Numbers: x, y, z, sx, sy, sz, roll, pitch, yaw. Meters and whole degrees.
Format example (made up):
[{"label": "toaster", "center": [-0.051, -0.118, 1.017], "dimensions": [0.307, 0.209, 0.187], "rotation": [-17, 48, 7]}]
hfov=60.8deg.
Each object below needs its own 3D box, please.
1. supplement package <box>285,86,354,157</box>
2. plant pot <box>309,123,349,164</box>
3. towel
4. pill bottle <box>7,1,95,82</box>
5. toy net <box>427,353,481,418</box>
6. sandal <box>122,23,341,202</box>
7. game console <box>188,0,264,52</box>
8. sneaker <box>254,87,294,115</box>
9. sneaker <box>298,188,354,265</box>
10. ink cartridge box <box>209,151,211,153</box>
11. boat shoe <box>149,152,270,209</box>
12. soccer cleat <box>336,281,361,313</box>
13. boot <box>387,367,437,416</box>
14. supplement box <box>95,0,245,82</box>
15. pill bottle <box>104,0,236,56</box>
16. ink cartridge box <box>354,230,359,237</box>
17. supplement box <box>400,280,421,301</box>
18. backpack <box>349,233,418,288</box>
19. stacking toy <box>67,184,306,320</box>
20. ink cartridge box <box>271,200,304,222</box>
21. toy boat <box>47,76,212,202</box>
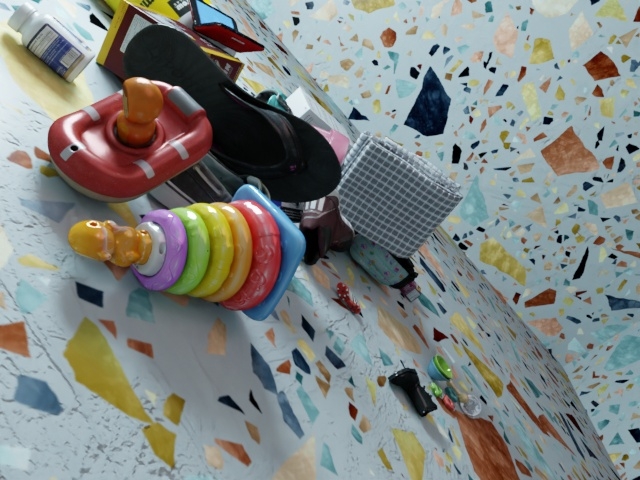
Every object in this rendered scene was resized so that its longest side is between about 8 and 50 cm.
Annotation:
[{"label": "supplement package", "center": [-0.023, -0.359, 1.795], "dimensions": [0.244, 0.139, 0.133], "rotation": [34, 26, -42]}, {"label": "plant pot", "center": [-0.050, -0.224, 1.419], "dimensions": [0.180, 0.201, 0.201], "rotation": [30, 23, -12]}, {"label": "towel", "center": [0.169, -0.107, 1.348], "dimensions": [0.284, 0.235, 0.121], "rotation": [30, 35, -9]}, {"label": "pill bottle", "center": [-0.431, -0.318, 0.875], "dimensions": [0.120, 0.067, 0.067], "rotation": [42, 20, -26]}, {"label": "toy net", "center": [0.350, 0.389, 1.374], "dimensions": [0.232, 0.045, 0.122], "rotation": [43, 20, -23]}, {"label": "sandal", "center": [-0.151, -0.197, 0.976], "dimensions": [0.446, 0.167, 0.107], "rotation": [33, 17, -21]}, {"label": "game console", "center": [-0.203, -0.472, 1.184], "dimensions": [0.124, 0.085, 0.144], "rotation": [11, 3, 37]}, {"label": "sneaker", "center": [-0.106, -0.331, 1.564], "dimensions": [0.295, 0.124, 0.178], "rotation": [51, 12, 27]}, {"label": "sneaker", "center": [0.000, 0.000, 1.261], "dimensions": [0.281, 0.107, 0.162], "rotation": [62, 38, -58]}, {"label": "ink cartridge box", "center": [-0.236, -0.172, 1.067], "dimensions": [0.099, 0.056, 0.135], "rotation": [39, 22, -32]}, {"label": "boat shoe", "center": [-0.143, -0.058, 0.963], "dimensions": [0.335, 0.119, 0.121], "rotation": [32, 26, -44]}, {"label": "soccer cleat", "center": [0.064, 0.130, 1.236], "dimensions": [0.083, 0.029, 0.035], "rotation": [54, 9, 0]}, {"label": "boot", "center": [0.197, 0.322, 1.152], "dimensions": [0.121, 0.045, 0.099], "rotation": [21, 38, -57]}, {"label": "supplement box", "center": [-0.292, -0.357, 1.093], "dimensions": [0.194, 0.129, 0.191], "rotation": [34, 17, 6]}, {"label": "pill bottle", "center": [-0.356, -0.529, 1.265], "dimensions": [0.334, 0.188, 0.188], "rotation": [49, 18, -5]}, {"label": "ink cartridge box", "center": [0.118, -0.083, 1.573], "dimensions": [0.208, 0.153, 0.086], "rotation": [27, 30, -48]}, {"label": "supplement box", "center": [0.265, 0.137, 1.663], "dimensions": [0.083, 0.043, 0.055], "rotation": [48, 17, -9]}, {"label": "backpack", "center": [0.168, 0.044, 1.505], "dimensions": [0.182, 0.115, 0.152], "rotation": [43, 8, -23]}, {"label": "stacking toy", "center": [-0.184, 0.013, 0.722], "dimensions": [0.302, 0.165, 0.175], "rotation": [6, 31, -50]}, {"label": "ink cartridge box", "center": [-0.098, -0.092, 1.177], "dimensions": [0.207, 0.046, 0.097], "rotation": [4, 89, -65]}, {"label": "toy boat", "center": [-0.254, -0.159, 0.747], "dimensions": [0.151, 0.151, 0.231], "rotation": [44, 54, 6]}]
